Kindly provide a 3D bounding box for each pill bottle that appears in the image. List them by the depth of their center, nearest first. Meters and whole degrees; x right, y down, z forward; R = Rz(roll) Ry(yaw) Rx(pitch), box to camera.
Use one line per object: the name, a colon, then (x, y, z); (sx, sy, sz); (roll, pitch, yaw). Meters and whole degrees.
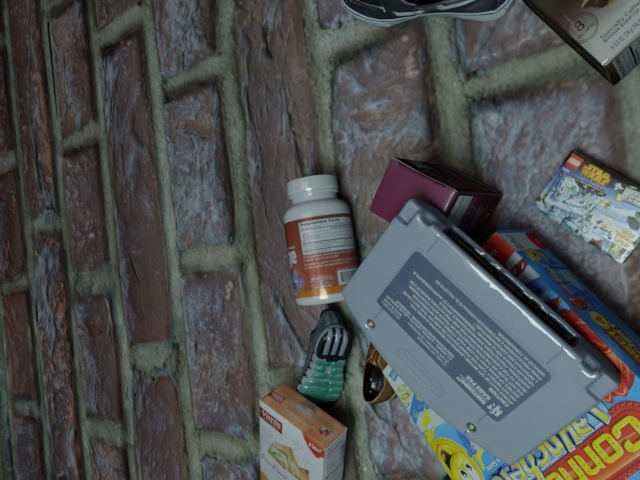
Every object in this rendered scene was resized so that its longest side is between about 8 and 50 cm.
pill bottle: (0.000, 0.000, 0.907); (0.121, 0.121, 0.216); (-12, 85, 37)

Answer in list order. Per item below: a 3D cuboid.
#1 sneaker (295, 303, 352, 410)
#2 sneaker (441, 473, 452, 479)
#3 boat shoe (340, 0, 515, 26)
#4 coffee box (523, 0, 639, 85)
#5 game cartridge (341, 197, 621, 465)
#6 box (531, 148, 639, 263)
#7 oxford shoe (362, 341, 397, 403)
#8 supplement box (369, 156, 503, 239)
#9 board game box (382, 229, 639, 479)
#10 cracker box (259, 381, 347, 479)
sneaker: (0.006, 0.222, 0.961); (0.098, 0.083, 0.224); (-100, 25, -55)
sneaker: (0.261, 0.406, 0.765); (0.188, 0.067, 0.078); (18, 109, 38)
boat shoe: (0.141, -0.390, 0.792); (0.301, 0.102, 0.108); (22, 105, 34)
coffee box: (0.398, -0.354, 0.591); (0.297, 0.118, 0.168); (-46, 68, 29)
game cartridge: (0.166, 0.113, 0.625); (0.294, 0.060, 0.196); (45, 122, 18)
box: (0.368, -0.047, 0.686); (0.137, 0.027, 0.094); (41, 117, 28)
oxford shoe: (0.114, 0.175, 0.861); (0.076, 0.076, 0.213); (14, 99, 37)
supplement box: (0.169, -0.056, 0.734); (0.104, 0.188, 0.081); (34, 112, 30)
board game box: (0.261, 0.198, 0.681); (0.302, 0.086, 0.308); (55, 130, 35)
cracker box: (-0.037, 0.397, 0.947); (0.155, 0.067, 0.233); (25, 125, 34)
